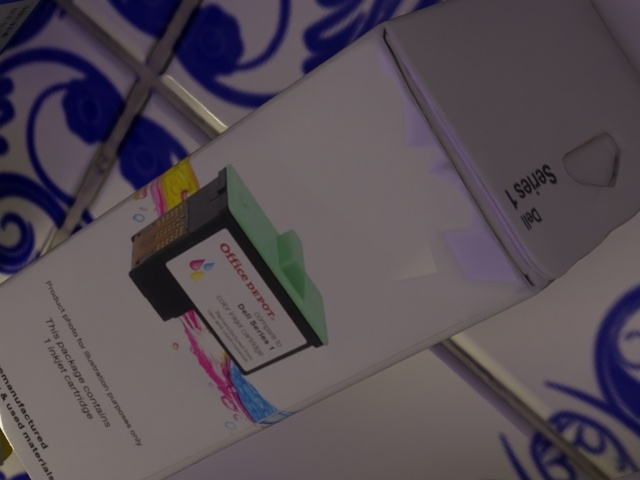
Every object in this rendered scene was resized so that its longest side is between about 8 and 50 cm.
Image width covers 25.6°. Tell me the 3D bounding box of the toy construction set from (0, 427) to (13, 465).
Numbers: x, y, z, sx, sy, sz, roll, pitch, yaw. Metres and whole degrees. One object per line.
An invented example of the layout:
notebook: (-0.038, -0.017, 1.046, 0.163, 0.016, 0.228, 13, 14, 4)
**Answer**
toy construction set: (-0.340, 0.219, 0.944, 0.328, 0.151, 0.215, -26, 78, 35)

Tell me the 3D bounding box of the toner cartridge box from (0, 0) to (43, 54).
toner cartridge box: (-0.271, -0.274, 0.793, 0.165, 0.075, 0.348, -42, 83, 33)

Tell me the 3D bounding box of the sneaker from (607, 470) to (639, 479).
sneaker: (0.071, 0.269, 0.665, 0.323, 0.130, 0.236, -23, 74, 5)

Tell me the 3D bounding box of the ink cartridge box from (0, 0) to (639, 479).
ink cartridge box: (0.000, 0.000, 0.647, 0.278, 0.201, 0.117, -30, 90, 34)
